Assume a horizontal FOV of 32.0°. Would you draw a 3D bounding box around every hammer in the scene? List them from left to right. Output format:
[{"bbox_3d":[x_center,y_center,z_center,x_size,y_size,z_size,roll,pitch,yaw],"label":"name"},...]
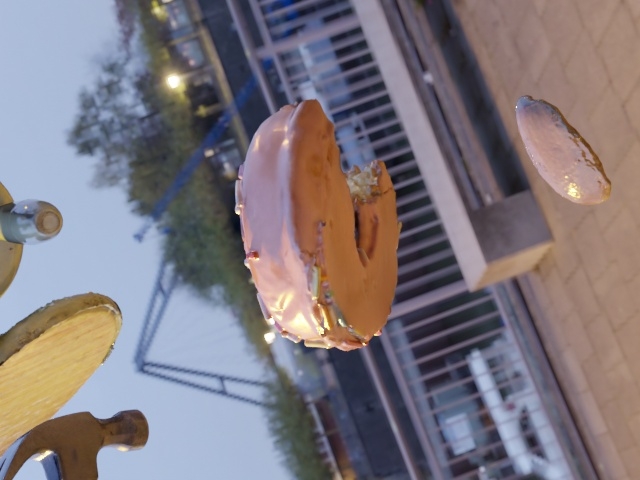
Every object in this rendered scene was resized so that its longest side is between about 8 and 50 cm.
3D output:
[{"bbox_3d":[-0.155,0.262,0.774,0.037,0.137,0.290,-33,66,42],"label":"hammer"}]

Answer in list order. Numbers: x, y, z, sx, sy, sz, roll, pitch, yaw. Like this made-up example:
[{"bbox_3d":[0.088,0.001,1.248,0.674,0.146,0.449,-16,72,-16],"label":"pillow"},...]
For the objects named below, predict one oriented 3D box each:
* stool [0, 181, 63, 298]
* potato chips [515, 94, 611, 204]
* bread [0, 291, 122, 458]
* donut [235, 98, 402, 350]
[{"bbox_3d":[-0.389,0.002,1.131,0.195,0.195,0.198,31,169,-21],"label":"stool"},{"bbox_3d":[0.360,-0.133,1.715,0.150,0.049,0.202,9,133,60],"label":"potato chips"},{"bbox_3d":[-0.327,0.156,1.232,0.040,0.267,0.267,43,170,14],"label":"bread"},{"bbox_3d":[0.000,0.000,0.980,0.233,0.085,0.199,38,-130,-61],"label":"donut"}]
